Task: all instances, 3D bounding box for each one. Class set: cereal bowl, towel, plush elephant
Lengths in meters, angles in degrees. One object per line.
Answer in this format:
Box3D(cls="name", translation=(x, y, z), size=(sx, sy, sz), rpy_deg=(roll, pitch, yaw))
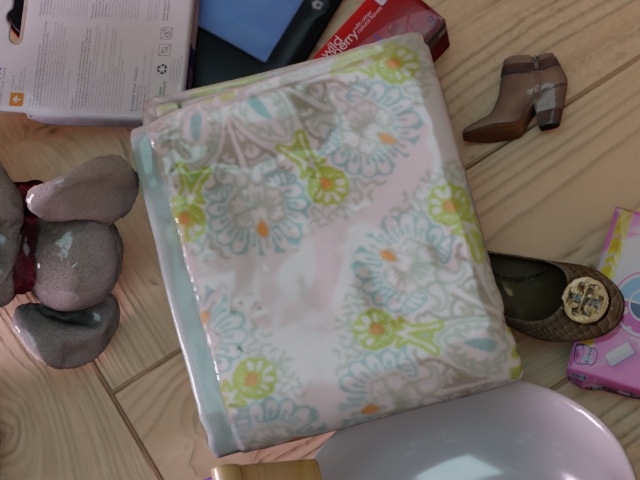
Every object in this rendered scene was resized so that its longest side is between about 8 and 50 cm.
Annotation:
Box3D(cls="cereal bowl", translation=(0.144, 0.301, 1.696), size=(0.339, 0.141, 0.339), rpy_deg=(-9, 44, 9))
Box3D(cls="towel", translation=(0.000, 0.000, 1.761), size=(0.320, 0.090, 0.374), rpy_deg=(-15, 79, 4))
Box3D(cls="plush elephant", translation=(-0.320, -0.009, 1.832), size=(0.330, 0.255, 0.272), rpy_deg=(57, 134, 47))

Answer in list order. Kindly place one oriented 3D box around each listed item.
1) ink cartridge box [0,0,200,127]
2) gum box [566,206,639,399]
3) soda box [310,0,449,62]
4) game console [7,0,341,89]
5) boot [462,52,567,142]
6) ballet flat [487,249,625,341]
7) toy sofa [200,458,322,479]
Box3D(cls="ink cartridge box", translation=(-0.244, -0.233, 1.910), size=(0.224, 0.045, 0.223), rpy_deg=(4, 78, 7))
Box3D(cls="gum box", translation=(0.326, 0.073, 1.797), size=(0.107, 0.062, 0.188), rpy_deg=(16, 79, 13))
Box3D(cls="soda box", translation=(0.020, -0.152, 1.881), size=(0.083, 0.092, 0.263), rpy_deg=(42, 86, 13))
Box3D(cls="game console", translation=(-0.134, -0.329, 1.966), size=(0.342, 0.060, 0.386), rpy_deg=(29, 83, 14))
Box3D(cls="boot", translation=(0.206, -0.155, 1.887), size=(0.118, 0.042, 0.087), rpy_deg=(-8, 69, 5))
Box3D(cls="ballet flat", translation=(0.187, 0.043, 1.792), size=(0.250, 0.058, 0.084), rpy_deg=(16, 78, 30))
Box3D(cls="toy sofa", translation=(-0.157, 0.315, 1.653), size=(0.177, 0.362, 0.150), rpy_deg=(1, 71, -38))
